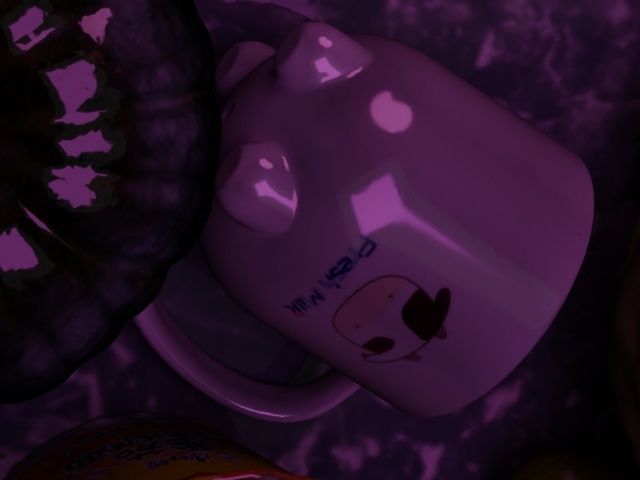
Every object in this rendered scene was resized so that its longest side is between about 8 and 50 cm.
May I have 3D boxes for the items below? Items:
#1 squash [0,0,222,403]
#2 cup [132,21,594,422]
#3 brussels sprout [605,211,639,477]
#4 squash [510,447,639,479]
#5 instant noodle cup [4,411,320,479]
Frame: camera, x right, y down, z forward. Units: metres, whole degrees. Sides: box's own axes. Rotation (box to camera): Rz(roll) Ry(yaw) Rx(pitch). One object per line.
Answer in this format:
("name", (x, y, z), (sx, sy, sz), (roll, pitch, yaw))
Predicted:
("squash", (-0.139, -0.041, 0.675), (0.218, 0.172, 0.218), (-4, 102, -22))
("cup", (0.005, -0.011, 0.782), (0.142, 0.173, 0.134), (32, 58, -24))
("brussels sprout", (0.257, 0.054, 0.828), (0.259, 0.227, 0.294), (25, 71, -29))
("squash", (0.173, 0.146, 0.910), (0.201, 0.066, 0.066), (16, 96, -31))
("instant noodle cup", (-0.057, 0.169, 0.771), (0.205, 0.153, 0.205), (-5, 105, -19))
